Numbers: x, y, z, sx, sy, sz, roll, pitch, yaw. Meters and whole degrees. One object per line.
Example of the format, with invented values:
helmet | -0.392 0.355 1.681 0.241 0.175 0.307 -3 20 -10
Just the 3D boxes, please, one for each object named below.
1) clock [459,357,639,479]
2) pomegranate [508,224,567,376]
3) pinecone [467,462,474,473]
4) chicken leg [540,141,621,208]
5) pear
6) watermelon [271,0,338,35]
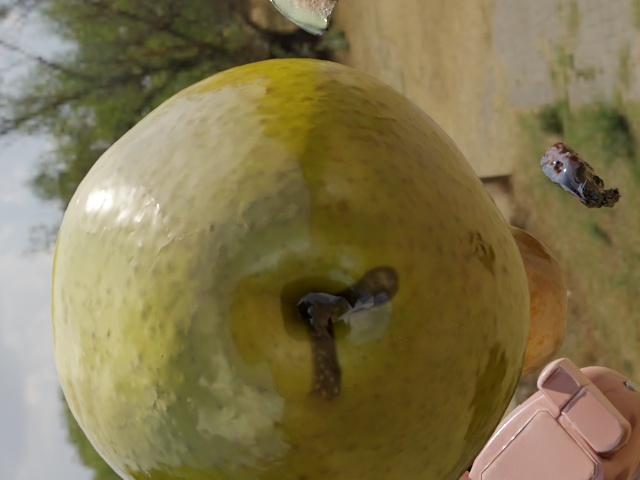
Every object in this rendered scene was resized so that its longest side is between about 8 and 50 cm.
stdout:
clock | 0.281 0.251 1.372 0.142 0.227 0.241 49 -161 29
pomegranate | 0.224 0.081 1.631 0.207 0.207 0.207 174 90 -89
pinecone | 0.159 0.347 1.556 0.184 0.179 0.204 63 -179 -4
chicken leg | 0.356 -0.093 1.747 0.051 0.106 0.253 -53 1 13
pear | -0.025 0.049 0.947 0.418 0.362 0.363 137 127 -80
watermelon | -0.001 -0.322 1.398 0.119 0.063 0.245 -20 47 46
